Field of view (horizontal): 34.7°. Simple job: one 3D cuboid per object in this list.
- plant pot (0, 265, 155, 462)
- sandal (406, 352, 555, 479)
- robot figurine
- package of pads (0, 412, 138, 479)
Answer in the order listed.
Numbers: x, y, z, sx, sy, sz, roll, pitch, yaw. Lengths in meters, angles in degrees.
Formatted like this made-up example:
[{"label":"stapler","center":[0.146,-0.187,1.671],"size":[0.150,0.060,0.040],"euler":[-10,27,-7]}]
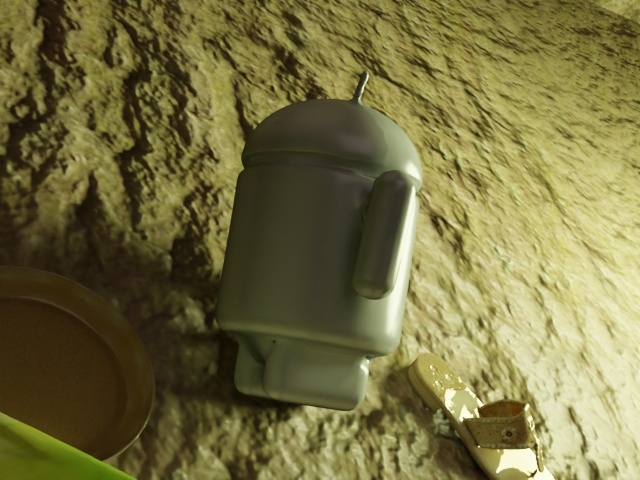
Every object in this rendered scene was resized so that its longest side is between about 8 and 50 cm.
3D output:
[{"label":"plant pot","center":[-0.273,0.124,0.969],"size":[0.236,0.032,0.236],"euler":[22,37,-18]},{"label":"sandal","center":[0.210,0.213,1.216],"size":[0.240,0.079,0.088],"euler":[44,37,12]},{"label":"robot figurine","center":[0.000,0.000,1.106],"size":[0.200,0.300,0.353],"euler":[14,81,-31]},{"label":"package of pads","center":[-0.256,0.234,0.750],"size":[0.297,0.101,0.229],"euler":[24,32,5]}]
